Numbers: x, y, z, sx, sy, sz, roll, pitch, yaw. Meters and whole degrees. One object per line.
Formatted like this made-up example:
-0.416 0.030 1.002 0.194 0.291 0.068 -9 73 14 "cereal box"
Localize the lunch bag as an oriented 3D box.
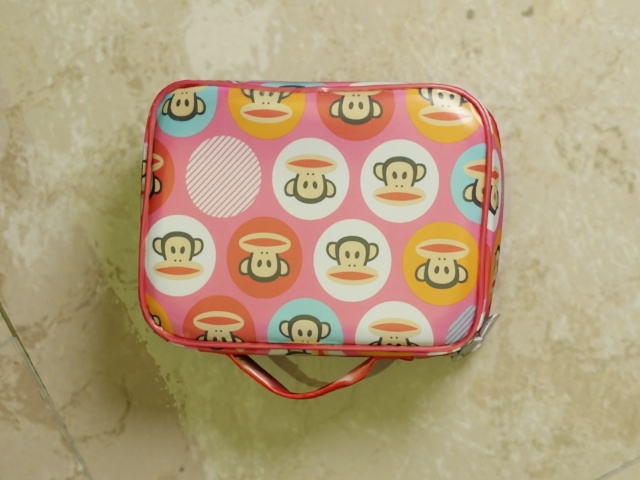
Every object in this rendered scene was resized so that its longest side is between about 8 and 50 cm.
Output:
0.000 0.000 1.449 0.293 0.120 0.258 3 90 9 "lunch bag"
